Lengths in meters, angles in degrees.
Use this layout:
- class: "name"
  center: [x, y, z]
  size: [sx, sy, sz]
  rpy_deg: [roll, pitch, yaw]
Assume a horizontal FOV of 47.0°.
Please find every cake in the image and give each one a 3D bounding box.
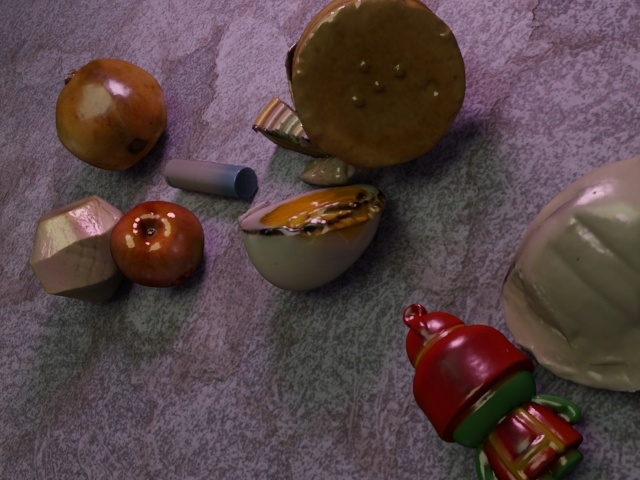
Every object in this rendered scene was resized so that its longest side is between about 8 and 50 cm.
- class: "cake"
  center: [0.101, -0.326, 1.425]
  size: [0.332, 0.332, 0.321]
  rpy_deg: [-39, 19, 13]
- class: "cake"
  center: [-0.039, -0.239, 1.599]
  size: [0.225, 0.109, 0.090]
  rpy_deg: [25, 83, 41]

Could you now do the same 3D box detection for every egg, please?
- class: "egg"
  center: [-0.001, -0.001, 1.410]
  size: [0.287, 0.174, 0.264]
  rpy_deg: [-15, 17, 11]

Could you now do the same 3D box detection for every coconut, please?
- class: "coconut"
  center: [-0.560, 0.031, 1.760]
  size: [0.259, 0.259, 0.259]
  rpy_deg: [-16, 59, 29]

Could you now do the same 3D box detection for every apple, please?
- class: "apple"
  center: [-0.363, 0.007, 1.647]
  size: [0.210, 0.164, 0.209]
  rpy_deg: [1, 60, -2]

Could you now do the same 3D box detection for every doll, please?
- class: "doll"
  center: [0.237, 0.225, 1.133]
  size: [0.182, 0.160, 0.363]
  rpy_deg: [-47, 49, 9]

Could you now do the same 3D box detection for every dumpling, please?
- class: "dumpling"
  center: [0.427, 0.059, 1.048]
  size: [0.395, 0.233, 0.315]
  rpy_deg: [-38, 52, 33]

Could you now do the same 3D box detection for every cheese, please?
- class: "cheese"
  center: [0.013, -0.142, 1.509]
  size: [0.065, 0.043, 0.194]
  rpy_deg: [-54, 22, -10]

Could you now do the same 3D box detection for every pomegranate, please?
- class: "pomegranate"
  center: [-0.532, -0.322, 1.896]
  size: [0.307, 0.307, 0.307]
  rpy_deg: [-16, 59, 29]

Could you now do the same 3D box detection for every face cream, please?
- class: "face cream"
  center: [-0.260, -0.147, 1.730]
  size: [0.250, 0.077, 0.077]
  rpy_deg: [12, 75, 39]
